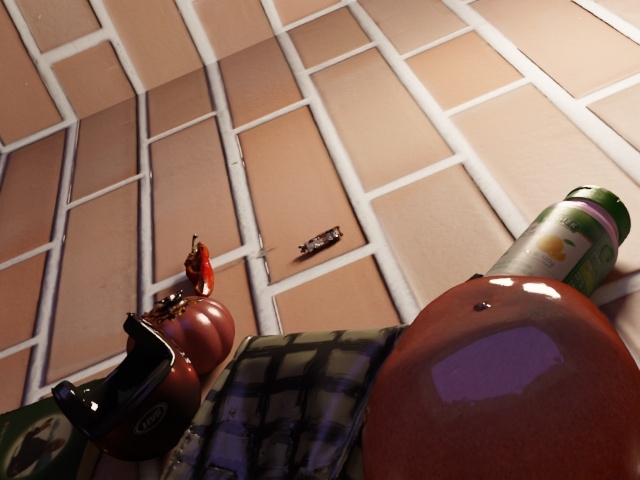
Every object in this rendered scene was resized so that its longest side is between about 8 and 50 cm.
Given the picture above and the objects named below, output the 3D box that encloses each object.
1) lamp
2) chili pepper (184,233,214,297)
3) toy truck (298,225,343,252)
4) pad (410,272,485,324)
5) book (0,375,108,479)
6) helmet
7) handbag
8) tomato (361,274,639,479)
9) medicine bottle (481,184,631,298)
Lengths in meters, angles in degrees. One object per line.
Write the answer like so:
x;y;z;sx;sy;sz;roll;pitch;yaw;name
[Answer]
-0.229;0.152;1.949;0.182;0.140;0.182;-19;12;4;lamp
-0.222;0.054;2.250;0.059;0.050;0.268;-45;25;8;chili pepper
0.000;0.000;2.194;0.083;0.024;0.032;-27;3;-12;toy truck
0.202;0.127;1.788;0.243;0.004;0.163;-35;27;-25;pad
-0.512;0.356;1.919;0.371;0.043;0.260;-18;28;15;book
-0.274;0.227;1.779;0.189;0.193;0.216;-43;21;-8;helmet
-0.023;0.257;1.559;0.325;0.162;0.327;-8;37;38;handbag
0.198;0.192;1.327;0.341;0.273;0.341;-9;30;5;tomato
0.334;0.034;1.707;0.133;0.133;0.274;2;34;44;medicine bottle
